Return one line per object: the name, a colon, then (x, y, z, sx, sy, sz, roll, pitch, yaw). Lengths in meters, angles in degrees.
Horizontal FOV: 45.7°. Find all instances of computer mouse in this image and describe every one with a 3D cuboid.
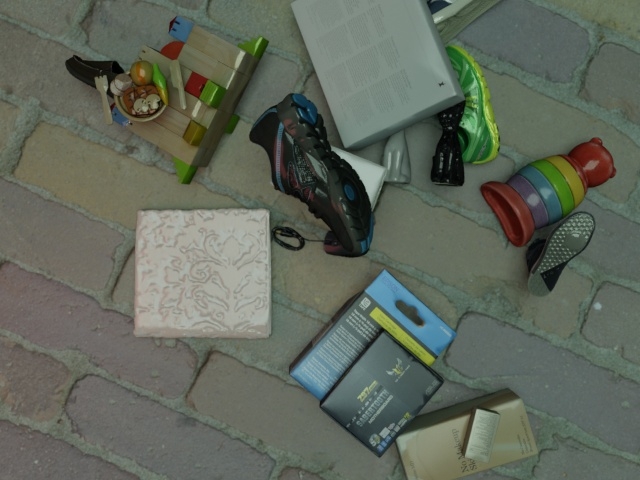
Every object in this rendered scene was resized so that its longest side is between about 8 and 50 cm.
computer mouse: (0.000, 0.000, 1.842, 0.241, 0.041, 0.071, 5, 91, 0)

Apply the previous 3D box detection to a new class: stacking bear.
stacking bear: (0.557, -0.132, 1.794, 0.288, 0.164, 0.176, -31, 91, -5)

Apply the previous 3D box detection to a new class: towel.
towel: (-0.283, 0.079, 1.835, 0.331, 0.053, 0.317, 0, 89, -1)

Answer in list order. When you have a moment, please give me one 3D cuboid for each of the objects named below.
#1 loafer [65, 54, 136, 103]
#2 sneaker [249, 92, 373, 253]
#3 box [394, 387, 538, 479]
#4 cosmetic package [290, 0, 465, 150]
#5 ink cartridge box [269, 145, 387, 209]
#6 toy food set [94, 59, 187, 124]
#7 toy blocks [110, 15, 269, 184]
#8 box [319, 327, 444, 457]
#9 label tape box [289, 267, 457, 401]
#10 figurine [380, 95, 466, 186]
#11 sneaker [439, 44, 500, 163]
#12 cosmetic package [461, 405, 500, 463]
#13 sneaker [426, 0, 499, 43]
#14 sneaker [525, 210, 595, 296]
loafer: (-0.488, -0.379, 1.748, 0.220, 0.080, 0.078, 29, 96, 15)
sneaker: (-0.011, -0.119, 1.515, 0.139, 0.125, 0.341, -27, 94, 28)
box: (0.337, 0.473, 1.807, 0.310, 0.121, 0.148, -18, 90, 0)
cosmetic package: (0.128, -0.436, 1.742, 0.284, 0.097, 0.378, -23, 83, 25)
ink cartridge box: (0.019, -0.135, 1.708, 0.226, 0.306, 0.131, 21, 90, -1)
toy food set: (-0.396, -0.328, 1.670, 0.191, 0.038, 0.133, -13, 87, 0)
toy blocks: (-0.328, -0.361, 1.784, 0.260, 0.190, 0.382, 30, 100, 12)
box: (0.138, 0.345, 1.730, 0.183, 0.059, 0.233, 41, 90, -1)
label tape box: (0.123, 0.264, 1.811, 0.240, 0.106, 0.334, 42, 90, -2)
figurine: (0.237, -0.237, 1.788, 0.214, 0.092, 0.210, 5, 91, 27)
sneaker: (0.338, -0.323, 1.809, 0.123, 0.109, 0.296, -17, 89, -1)
cosmetic package: (0.364, 0.440, 1.724, 0.060, 0.041, 0.115, 16, 90, -1)
sneaker: (0.310, -0.590, 1.811, 0.350, 0.131, 0.148, -34, 74, 2)
sneaker: (0.555, 0.005, 1.775, 0.086, 0.163, 0.226, 31, 116, 3)
